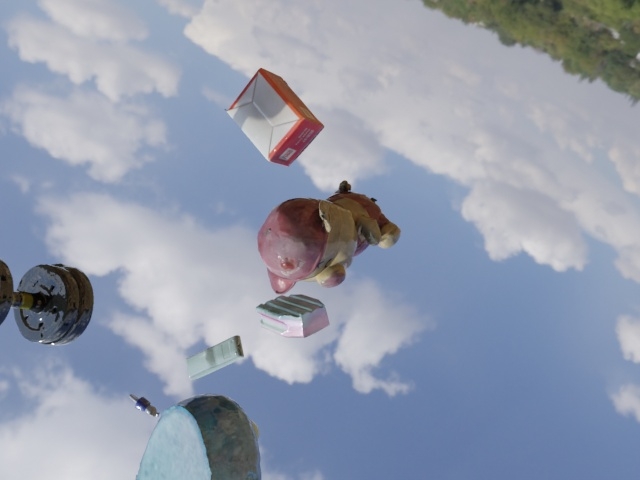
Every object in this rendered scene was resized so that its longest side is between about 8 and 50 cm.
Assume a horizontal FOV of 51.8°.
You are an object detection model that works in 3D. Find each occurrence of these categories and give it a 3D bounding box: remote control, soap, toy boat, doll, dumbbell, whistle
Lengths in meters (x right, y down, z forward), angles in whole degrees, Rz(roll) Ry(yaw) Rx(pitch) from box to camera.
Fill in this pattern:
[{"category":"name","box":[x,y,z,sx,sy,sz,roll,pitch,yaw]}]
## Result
[{"category":"remote control","box":[-0.262,0.287,1.621,0.029,0.162,0.061,27,-140,-56]},{"category":"soap","box":[-0.053,0.155,1.371,0.100,0.056,0.149,-24,-160,-32]},{"category":"toy boat","box":[-0.158,0.372,0.917,0.123,0.329,0.215,4,-176,-41]},{"category":"doll","box":[0.003,0.002,1.102,0.152,0.196,0.256,39,-151,27]},{"category":"dumbbell","box":[-0.632,0.121,1.355,0.185,0.185,0.388,35,-175,27]},{"category":"whistle","box":[-0.385,0.360,1.435,0.083,0.029,0.033,28,176,21]}]

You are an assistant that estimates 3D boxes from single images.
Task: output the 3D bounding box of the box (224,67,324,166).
[{"category":"box","box":[-0.100,-0.272,1.463,0.182,0.133,0.099,50,-160,23]}]
